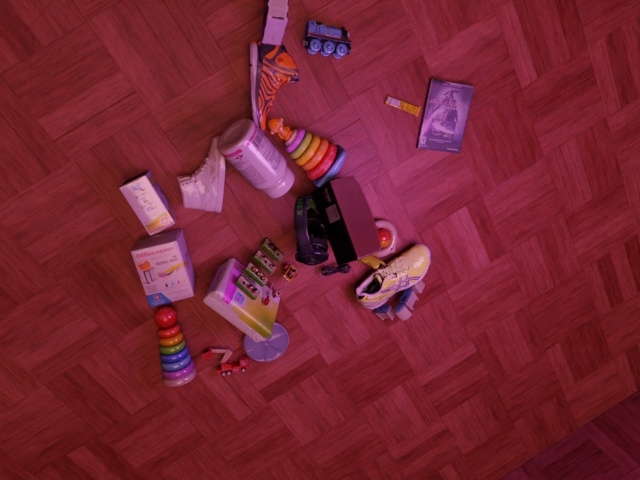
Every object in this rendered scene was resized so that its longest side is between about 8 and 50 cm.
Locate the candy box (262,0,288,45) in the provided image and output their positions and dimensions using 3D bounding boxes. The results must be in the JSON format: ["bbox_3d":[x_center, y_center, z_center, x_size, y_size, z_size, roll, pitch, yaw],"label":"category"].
[{"bbox_3d":[-0.149,-0.780,1.462,0.070,0.165,0.196,3,85,-13],"label":"candy box"}]

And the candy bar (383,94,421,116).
[{"bbox_3d":[0.328,-0.538,1.765,0.161,0.018,0.040,14,101,-17],"label":"candy bar"}]

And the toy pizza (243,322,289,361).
[{"bbox_3d":[-0.241,0.446,1.962,0.201,0.032,0.201,-4,109,-13],"label":"toy pizza"}]

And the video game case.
[{"bbox_3d":[0.511,-0.506,1.816,0.196,0.026,0.274,4,108,-14],"label":"video game case"}]

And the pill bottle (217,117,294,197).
[{"bbox_3d":[-0.226,-0.290,1.612,0.160,0.160,0.283,-41,132,3],"label":"pill bottle"}]

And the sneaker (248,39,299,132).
[{"bbox_3d":[-0.164,-0.545,1.591,0.180,0.124,0.321,-2,109,-11],"label":"sneaker"}]

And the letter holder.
[{"bbox_3d":[0.136,-0.086,1.690,0.214,0.152,0.301,-18,87,-29],"label":"letter holder"}]

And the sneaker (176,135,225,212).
[{"bbox_3d":[-0.443,-0.248,1.638,0.169,0.108,0.292,3,109,-17],"label":"sneaker"}]

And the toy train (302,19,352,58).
[{"bbox_3d":[0.027,-0.727,1.601,0.184,0.080,0.105,3,102,-14],"label":"toy train"}]

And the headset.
[{"bbox_3d":[0.000,0.000,1.758,0.185,0.243,0.394,-6,132,13],"label":"headset"}]

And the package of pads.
[{"bbox_3d":[-0.304,0.234,1.771,0.101,0.229,0.296,-36,113,25],"label":"package of pads"}]

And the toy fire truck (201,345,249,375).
[{"bbox_3d":[-0.415,0.522,1.939,0.192,0.047,0.135,-8,109,-11],"label":"toy fire truck"}]

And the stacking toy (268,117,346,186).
[{"bbox_3d":[-0.070,-0.353,1.651,0.302,0.166,0.175,33,103,-23],"label":"stacking toy"}]

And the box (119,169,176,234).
[{"bbox_3d":[-0.628,-0.139,1.627,0.103,0.114,0.203,-27,113,-4],"label":"box"}]

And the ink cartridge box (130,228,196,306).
[{"bbox_3d":[-0.590,0.099,1.688,0.171,0.168,0.232,-14,110,-7],"label":"ink cartridge box"}]

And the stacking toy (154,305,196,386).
[{"bbox_3d":[-0.611,0.426,1.829,0.141,0.141,0.330,-9,103,-10],"label":"stacking toy"}]

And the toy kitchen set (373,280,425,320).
[{"bbox_3d":[0.344,0.247,2.015,0.122,0.166,0.207,48,56,-23],"label":"toy kitchen set"}]

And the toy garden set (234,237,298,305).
[{"bbox_3d":[-0.200,0.139,1.776,0.204,0.049,0.244,47,51,-22],"label":"toy garden set"}]

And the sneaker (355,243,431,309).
[{"bbox_3d":[0.314,0.156,1.898,0.385,0.145,0.147,-42,152,6],"label":"sneaker"}]

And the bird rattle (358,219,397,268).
[{"bbox_3d":[0.230,-0.013,1.892,0.207,0.143,0.253,-11,98,-22],"label":"bird rattle"}]
